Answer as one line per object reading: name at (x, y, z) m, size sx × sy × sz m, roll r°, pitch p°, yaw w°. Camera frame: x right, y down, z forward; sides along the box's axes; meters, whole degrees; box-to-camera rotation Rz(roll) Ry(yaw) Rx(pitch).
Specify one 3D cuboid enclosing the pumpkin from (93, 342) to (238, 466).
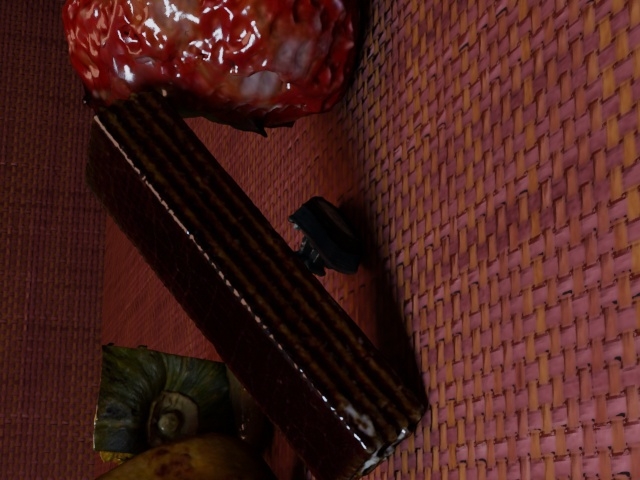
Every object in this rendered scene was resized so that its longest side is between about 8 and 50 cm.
pumpkin at (-0.213, 0.210, 1.309) m, size 0.190 × 0.280 × 0.139 m, roll -10°, pitch 69°, yaw 39°

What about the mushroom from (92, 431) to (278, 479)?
mushroom at (-0.159, 0.373, 1.098) m, size 0.259 × 0.345 × 0.345 m, roll -6°, pitch 80°, yaw 56°

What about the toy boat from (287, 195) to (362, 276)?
toy boat at (0.000, 0.000, 1.040) m, size 0.061 × 0.060 × 0.137 m, roll -58°, pitch 28°, yaw 12°

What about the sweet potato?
sweet potato at (-0.085, 0.168, 1.287) m, size 0.068 × 0.060 × 0.206 m, roll 40°, pitch -133°, yaw -65°

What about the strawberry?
strawberry at (-0.099, -0.254, 1.034) m, size 0.292 × 0.292 × 0.310 m, roll -116°, pitch 25°, yaw -58°

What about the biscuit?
biscuit at (-0.071, 0.037, 0.912) m, size 0.388 × 0.073 × 0.107 m, roll 50°, pitch 146°, yaw 17°
